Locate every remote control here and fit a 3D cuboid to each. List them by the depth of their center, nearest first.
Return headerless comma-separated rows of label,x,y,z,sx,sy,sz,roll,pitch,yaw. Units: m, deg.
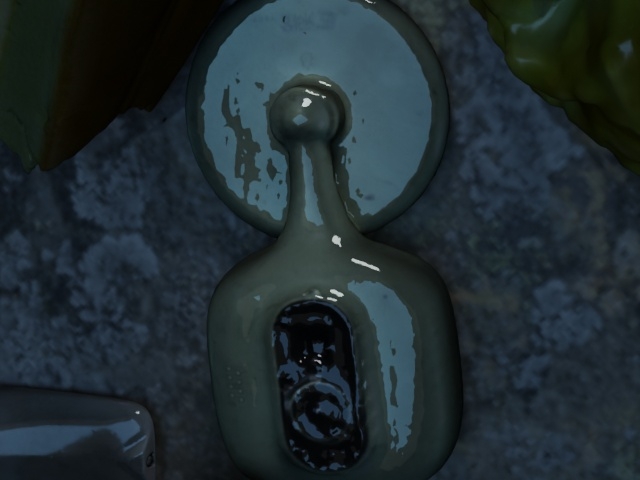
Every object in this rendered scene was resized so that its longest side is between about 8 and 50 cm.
remote control,-0.218,0.132,0.906,0.229,0.044,0.073,4,101,13

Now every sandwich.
sandwich,-0.125,-0.176,0.778,0.155,0.227,0.198,39,144,6

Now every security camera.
security camera,0.000,0.000,0.808,0.157,0.080,0.301,-4,99,15

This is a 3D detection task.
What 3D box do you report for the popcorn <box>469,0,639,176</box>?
popcorn,0.171,-0.172,0.630,0.282,0.282,0.247,-24,135,18
